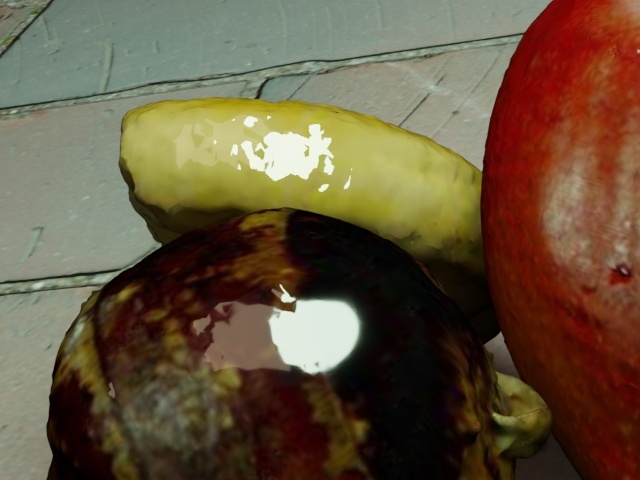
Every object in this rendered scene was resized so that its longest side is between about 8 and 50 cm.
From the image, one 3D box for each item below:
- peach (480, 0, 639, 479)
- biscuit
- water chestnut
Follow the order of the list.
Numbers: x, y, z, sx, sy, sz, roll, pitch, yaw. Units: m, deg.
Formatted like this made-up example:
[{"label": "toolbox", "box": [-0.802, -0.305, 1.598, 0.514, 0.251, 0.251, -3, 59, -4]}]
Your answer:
[{"label": "peach", "box": [0.180, -0.018, 0.689, 0.201, 0.258, 0.362, 23, 58, 28]}, {"label": "biscuit", "box": [0.000, -0.001, 0.792, 0.213, 0.274, 0.091, 9, 70, -3]}, {"label": "water chestnut", "box": [-0.028, 0.098, 0.622, 0.238, 0.224, 0.224, -31, 28, 2]}]
